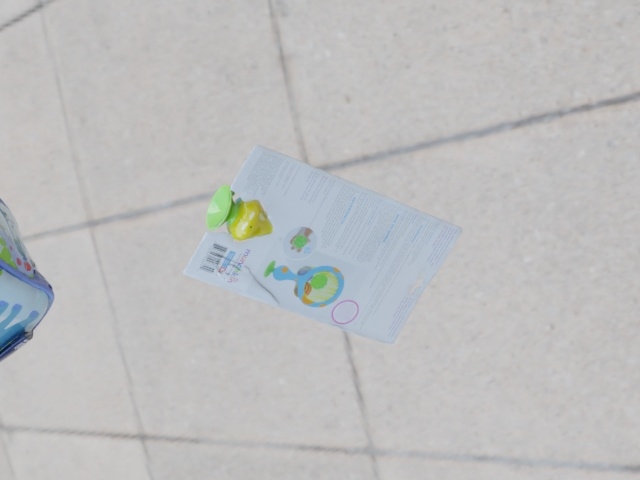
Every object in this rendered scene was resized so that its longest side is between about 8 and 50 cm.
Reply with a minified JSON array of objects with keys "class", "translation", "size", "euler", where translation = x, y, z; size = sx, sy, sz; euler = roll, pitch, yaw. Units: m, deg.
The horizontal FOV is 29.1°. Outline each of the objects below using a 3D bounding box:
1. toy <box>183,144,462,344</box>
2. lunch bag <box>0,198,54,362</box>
[{"class":"toy","translation":[0.000,0.000,1.137],"size":[0.137,0.237,0.056],"euler":[-59,35,16]},{"class":"lunch bag","translation":[-0.255,0.019,0.616],"size":[0.090,0.176,0.219],"euler":[57,-177,34]}]
